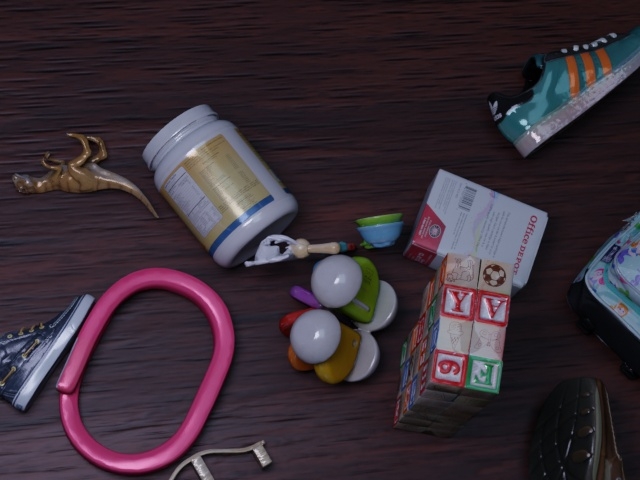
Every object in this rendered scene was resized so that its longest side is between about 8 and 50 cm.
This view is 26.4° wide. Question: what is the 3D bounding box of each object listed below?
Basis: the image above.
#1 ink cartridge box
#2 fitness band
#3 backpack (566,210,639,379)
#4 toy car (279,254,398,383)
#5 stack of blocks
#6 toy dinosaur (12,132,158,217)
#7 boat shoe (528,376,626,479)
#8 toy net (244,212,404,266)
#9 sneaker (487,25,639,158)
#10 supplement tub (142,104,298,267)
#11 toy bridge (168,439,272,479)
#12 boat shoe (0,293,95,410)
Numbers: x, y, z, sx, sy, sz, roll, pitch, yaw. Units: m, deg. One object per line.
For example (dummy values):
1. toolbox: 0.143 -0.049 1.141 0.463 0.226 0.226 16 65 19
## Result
1. ink cartridge box: 0.226 -0.007 1.991 0.175 0.072 0.127 23 69 -1
2. fitness band: -0.238 0.179 1.869 0.209 0.054 0.291 25 71 -3
3. backpack: 0.513 0.054 1.964 0.225 0.191 0.253 45 66 8
4. toy car: 0.011 0.104 1.894 0.136 0.159 0.182 13 78 38
5. stack of blocks: 0.171 0.146 1.811 0.087 0.297 0.171 11 70 -3
6. toy dinosaur: -0.329 -0.094 1.948 0.211 0.064 0.112 3 89 2
7. boat shoe: 0.366 0.354 1.881 0.120 0.122 0.324 18 69 -35
8. toy net: 0.000 0.000 1.919 0.232 0.122 0.045 -8 90 -16
9. sneaker: 0.387 -0.257 2.082 0.302 0.108 0.121 -37 85 -17
10. supplement tub: -0.142 -0.077 1.917 0.144 0.144 0.200 -36 80 -18
11. toy bridge: -0.156 0.319 1.846 0.188 0.026 0.063 -29 77 -17
12. boat shoe: -0.385 0.134 1.849 0.083 0.065 0.183 32 71 1
